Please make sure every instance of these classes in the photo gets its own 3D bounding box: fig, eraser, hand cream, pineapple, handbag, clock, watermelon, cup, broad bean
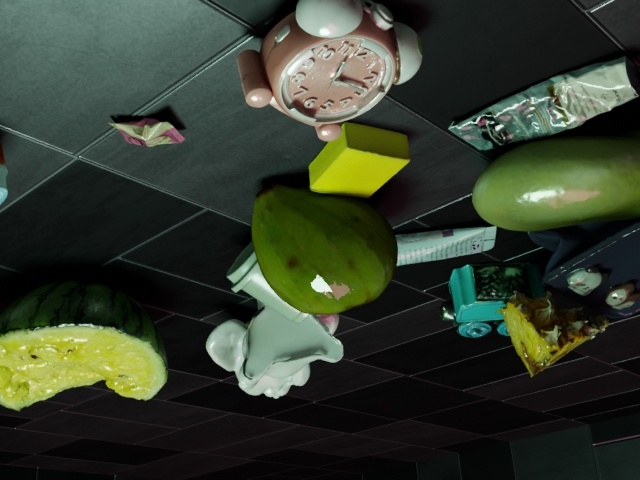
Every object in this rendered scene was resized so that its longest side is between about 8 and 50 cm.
[{"bbox_3d":[0.000,0.000,1.244,0.203,0.203,0.225,-26,108,38],"label":"fig"},{"bbox_3d":[0.050,-0.106,1.160,0.097,0.045,0.122,7,153,-25],"label":"eraser"},{"bbox_3d":[0.129,0.021,1.426,0.331,0.058,0.085,-6,151,4],"label":"hand cream"},{"bbox_3d":[0.406,0.136,1.480,0.164,0.139,0.250,-32,161,4],"label":"pineapple"},{"bbox_3d":[0.552,0.009,1.401,0.329,0.122,0.303,-26,147,36],"label":"handbag"},{"bbox_3d":[0.012,-0.201,0.915,0.162,0.092,0.166,-34,142,32],"label":"clock"},{"bbox_3d":[0.289,-0.172,1.070,0.248,0.052,0.075,-16,130,37],"label":"hand cream"},{"bbox_3d":[-0.442,0.170,1.515,0.331,0.189,0.330,-7,139,-6],"label":"watermelon"},{"bbox_3d":[-0.069,0.066,1.375,0.141,0.120,0.120,43,139,-10],"label":"cup"},{"bbox_3d":[0.352,-0.080,1.151,0.291,0.119,0.238,-8,176,2],"label":"broad bean"}]

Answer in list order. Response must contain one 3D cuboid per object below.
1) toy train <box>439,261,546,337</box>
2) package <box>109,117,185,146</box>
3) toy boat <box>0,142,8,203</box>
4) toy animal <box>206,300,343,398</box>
[{"bbox_3d":[0.328,0.111,1.603,0.198,0.107,0.154,-3,147,-3],"label":"toy train"},{"bbox_3d":[-0.221,-0.137,1.074,0.083,0.029,0.059,2,164,13],"label":"package"},{"bbox_3d":[-0.546,-0.057,1.073,0.332,0.133,0.145,-9,154,9],"label":"toy boat"},{"bbox_3d":[-0.104,0.207,1.665,0.249,0.174,0.289,1,156,-39],"label":"toy animal"}]
